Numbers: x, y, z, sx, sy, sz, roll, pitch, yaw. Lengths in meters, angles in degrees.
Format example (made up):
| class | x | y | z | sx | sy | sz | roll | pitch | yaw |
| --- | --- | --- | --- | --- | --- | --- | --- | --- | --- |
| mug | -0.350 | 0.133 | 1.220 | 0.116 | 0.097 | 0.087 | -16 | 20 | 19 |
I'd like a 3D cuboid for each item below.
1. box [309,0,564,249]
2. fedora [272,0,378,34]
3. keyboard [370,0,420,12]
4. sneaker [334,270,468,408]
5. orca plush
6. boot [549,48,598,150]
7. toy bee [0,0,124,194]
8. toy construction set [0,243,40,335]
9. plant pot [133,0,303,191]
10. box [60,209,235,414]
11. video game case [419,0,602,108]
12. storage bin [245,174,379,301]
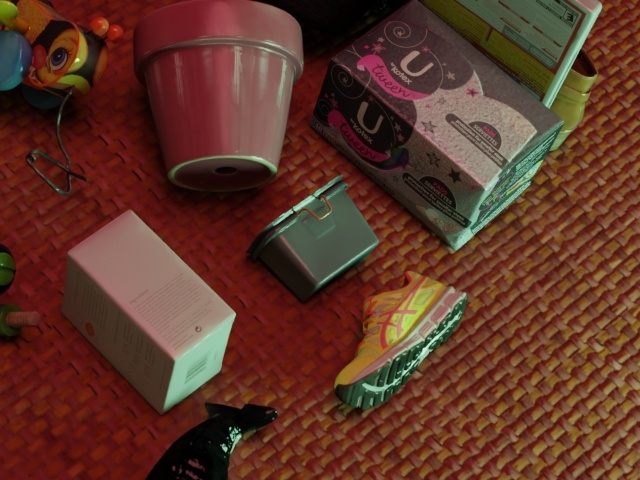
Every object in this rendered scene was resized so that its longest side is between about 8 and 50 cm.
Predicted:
| class | x | y | z | sx | sy | sz | roll | pitch | yaw |
| --- | --- | --- | --- | --- | --- | --- | --- | --- | --- |
| box | 0.136 | -0.142 | 1.916 | 0.247 | 0.142 | 0.163 | 41 | 57 | 15 |
| fedora | -0.027 | -0.372 | 1.988 | 0.334 | 0.334 | 0.152 | 42 | 100 | 15 |
| keyboard | 0.102 | -0.333 | 2.107 | 0.108 | 0.023 | 0.180 | -13 | 60 | -28 |
| sneaker | 0.073 | 0.108 | 1.785 | 0.094 | 0.081 | 0.208 | 36 | 50 | 19 |
| orca plush | -0.124 | 0.269 | 1.609 | 0.151 | 0.102 | 0.287 | 33 | 56 | 9 |
| boot | 0.257 | -0.219 | 1.989 | 0.197 | 0.152 | 0.073 | 40 | 58 | 13 |
| toy bee | -0.303 | -0.218 | 1.850 | 0.298 | 0.162 | 0.195 | 51 | 16 | 10 |
| toy construction set | -0.502 | 0.041 | 1.625 | 0.237 | 0.258 | 0.309 | -2 | 23 | 38 |
| plant pot | -0.117 | -0.161 | 1.849 | 0.201 | 0.201 | 0.180 | 1 | 72 | -13 |
| box | -0.187 | 0.077 | 1.702 | 0.091 | 0.130 | 0.170 | -37 | 72 | -30 |
| video game case | 0.206 | -0.244 | 1.911 | 0.204 | 0.285 | 0.025 | 39 | 57 | 12 |
| storage bin | 0.000 | 0.000 | 1.827 | 0.135 | 0.098 | 0.091 | -36 | 82 | -30 |
